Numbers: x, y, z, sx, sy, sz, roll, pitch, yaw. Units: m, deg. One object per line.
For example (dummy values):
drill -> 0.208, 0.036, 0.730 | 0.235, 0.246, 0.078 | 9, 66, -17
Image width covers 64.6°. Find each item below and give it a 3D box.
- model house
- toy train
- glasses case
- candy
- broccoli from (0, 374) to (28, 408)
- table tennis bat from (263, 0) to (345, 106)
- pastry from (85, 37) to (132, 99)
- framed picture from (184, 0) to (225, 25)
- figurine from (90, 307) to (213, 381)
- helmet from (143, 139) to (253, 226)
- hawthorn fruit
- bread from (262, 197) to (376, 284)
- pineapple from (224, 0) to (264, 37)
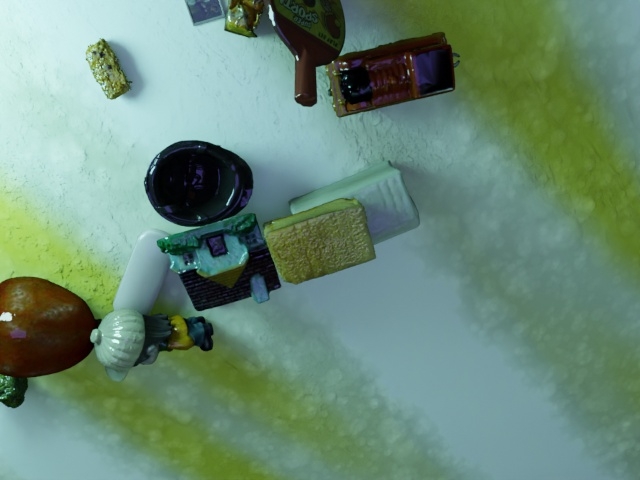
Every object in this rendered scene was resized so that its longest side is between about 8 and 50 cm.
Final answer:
model house -> -0.270, 0.078, 1.402 | 0.281, 0.230, 0.248 | -16, 91, -4
toy train -> 0.201, -0.432, 1.321 | 0.369, 0.231, 0.163 | -14, 112, -2
glasses case -> -0.521, 0.102, 1.498 | 0.113, 0.075, 0.296 | 21, 107, -19
candy -> 0.094, -0.072, 1.488 | 0.359, 0.145, 0.208 | -22, 112, 1
broccoli -> -0.970, 0.442, 1.537 | 0.162, 0.138, 0.145 | 25, 119, 25
table tennis bat -> -0.037, -0.517, 1.217 | 0.268, 0.051, 0.414 | 15, 69, -43
pastry -> -0.546, -0.436, 1.296 | 0.080, 0.056, 0.140 | -33, 111, -8
framed picture -> -0.296, -0.596, 1.300 | 0.089, 0.006, 0.066 | -17, 113, -2
figurine -> -0.488, 0.272, 1.481 | 0.332, 0.185, 0.204 | -19, 114, -33
helmet -> -0.336, -0.165, 1.380 | 0.279, 0.160, 0.230 | -4, 109, -22
hawthorn fruit -> -0.786, 0.247, 1.403 | 0.312, 0.295, 0.295 | 26, 105, -14
bread -> 0.000, 0.000, 1.370 | 0.275, 0.114, 0.184 | -17, 115, 1
pineapple -> -0.185, -0.585, 1.251 | 0.115, 0.186, 0.236 | 17, 64, -12
